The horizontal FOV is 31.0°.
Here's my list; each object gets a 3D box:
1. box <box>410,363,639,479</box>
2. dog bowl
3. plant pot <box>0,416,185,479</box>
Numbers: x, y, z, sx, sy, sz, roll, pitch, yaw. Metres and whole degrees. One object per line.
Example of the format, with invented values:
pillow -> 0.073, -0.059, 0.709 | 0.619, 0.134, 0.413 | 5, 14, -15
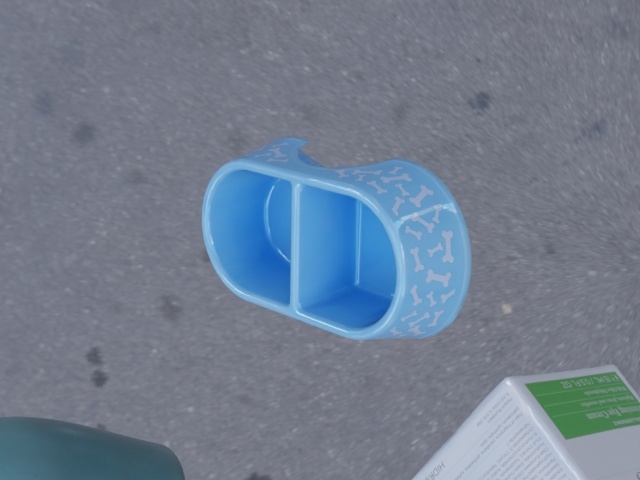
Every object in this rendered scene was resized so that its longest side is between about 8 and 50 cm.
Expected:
box -> 0.126, 0.132, 0.625 | 0.102, 0.101, 0.087 | -54, 54, 32
dog bowl -> 0.000, 0.000, 1.062 | 0.297, 0.074, 0.165 | 17, 112, 44
plant pot -> -0.325, 0.327, 1.274 | 0.235, 0.293, 0.293 | 28, 99, -27
